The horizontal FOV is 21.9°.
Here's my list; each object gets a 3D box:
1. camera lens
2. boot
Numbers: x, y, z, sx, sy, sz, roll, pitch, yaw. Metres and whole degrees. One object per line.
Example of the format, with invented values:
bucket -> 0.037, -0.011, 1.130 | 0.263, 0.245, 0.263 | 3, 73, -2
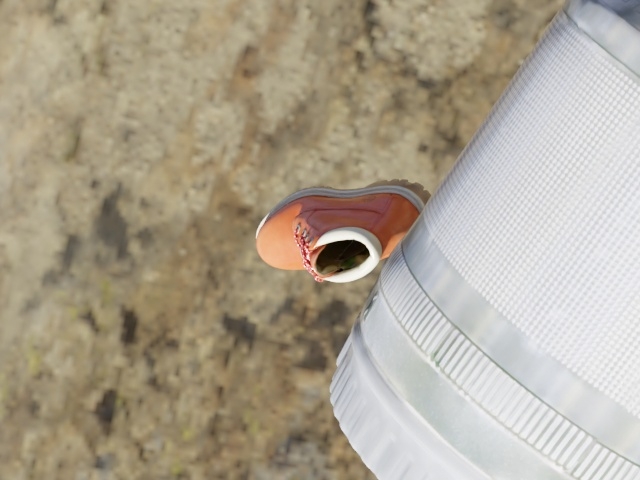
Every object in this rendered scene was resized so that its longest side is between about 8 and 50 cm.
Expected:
camera lens -> 0.160, 0.018, 0.818 | 0.274, 0.219, 0.219 | -56, 33, 16
boot -> 0.000, 0.000, 1.201 | 0.158, 0.059, 0.084 | -13, 21, 42
